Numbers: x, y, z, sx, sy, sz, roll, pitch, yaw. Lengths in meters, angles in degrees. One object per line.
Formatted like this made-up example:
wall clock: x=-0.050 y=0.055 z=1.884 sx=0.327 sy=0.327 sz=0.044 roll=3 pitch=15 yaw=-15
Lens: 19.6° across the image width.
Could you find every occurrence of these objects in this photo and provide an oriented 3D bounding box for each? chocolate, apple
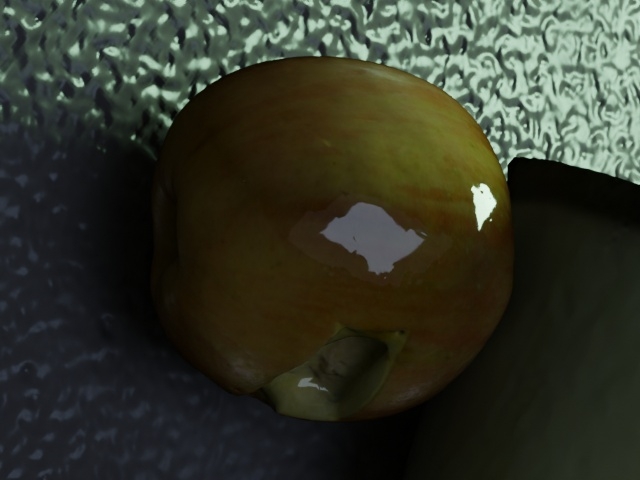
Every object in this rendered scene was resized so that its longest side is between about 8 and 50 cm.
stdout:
chocolate: x=0.198 y=0.133 z=1.001 sx=0.326 sy=0.314 sz=0.297 roll=15 pitch=98 yaw=-62
apple: x=0.000 y=0.000 z=0.903 sx=0.199 sy=0.199 sz=0.199 roll=-1 pitch=91 yaw=-41
